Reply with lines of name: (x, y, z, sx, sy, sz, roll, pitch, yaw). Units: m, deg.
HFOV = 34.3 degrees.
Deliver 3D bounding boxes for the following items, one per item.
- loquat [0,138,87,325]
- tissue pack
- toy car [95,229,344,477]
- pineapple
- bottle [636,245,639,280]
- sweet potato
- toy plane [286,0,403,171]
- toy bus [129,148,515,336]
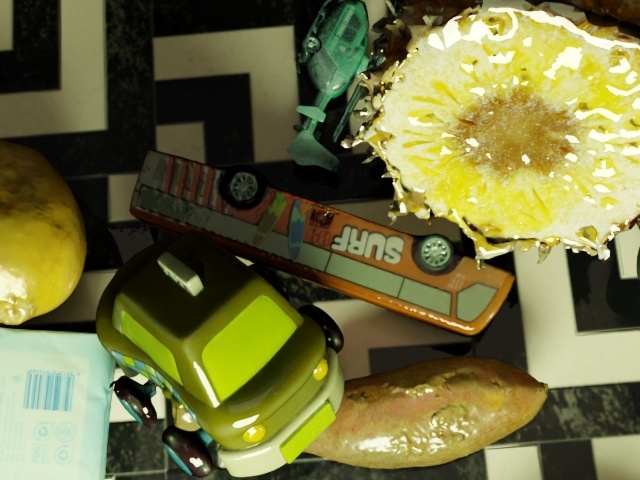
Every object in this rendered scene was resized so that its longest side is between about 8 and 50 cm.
loquat: (-0.342, -0.011, 1.075, 0.176, 0.187, 0.234, -42, 59, 18)
tissue pack: (-0.303, 0.222, 1.040, 0.177, 0.089, 0.263, 5, 78, -11)
toy car: (-0.106, 0.080, 0.971, 0.204, 0.198, 0.248, -42, 51, -19)
pineapple: (0.202, -0.171, 1.001, 0.353, 0.352, 0.300, 7, 40, 5)
bottle: (0.421, -0.108, 1.082, 0.144, 0.144, 0.336, 10, 75, 5)
sweet potato: (0.036, 0.179, 1.047, 0.385, 0.109, 0.109, -6, 75, 6)
toy plane: (0.015, -0.188, 1.170, 0.096, 0.060, 0.235, 26, 73, -5)
toy bus: (0.000, 0.000, 1.099, 0.409, 0.093, 0.092, 19, 84, 8)
